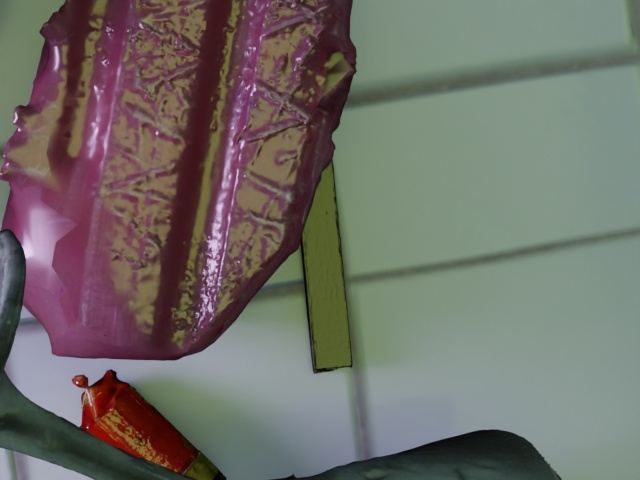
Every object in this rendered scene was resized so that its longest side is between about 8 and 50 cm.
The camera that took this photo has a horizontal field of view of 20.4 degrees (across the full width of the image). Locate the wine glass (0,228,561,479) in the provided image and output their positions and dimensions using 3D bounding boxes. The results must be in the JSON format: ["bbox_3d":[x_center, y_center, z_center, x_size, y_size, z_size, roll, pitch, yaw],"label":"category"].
[{"bbox_3d":[-0.071,0.164,1.099,0.406,0.267,0.267,30,88,-27],"label":"wine glass"}]

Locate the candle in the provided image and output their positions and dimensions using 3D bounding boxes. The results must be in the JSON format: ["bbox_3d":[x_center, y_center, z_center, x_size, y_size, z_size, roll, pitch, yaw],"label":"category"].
[{"bbox_3d":[-0.129,0.142,1.263,0.131,0.052,0.052,44,86,-4],"label":"candle"}]

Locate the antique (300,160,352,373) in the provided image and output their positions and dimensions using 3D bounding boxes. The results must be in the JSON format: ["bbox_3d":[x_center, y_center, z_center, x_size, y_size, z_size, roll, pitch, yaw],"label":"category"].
[{"bbox_3d":[0.000,0.000,1.292,0.031,0.015,0.192,-5,92,-4],"label":"antique"}]

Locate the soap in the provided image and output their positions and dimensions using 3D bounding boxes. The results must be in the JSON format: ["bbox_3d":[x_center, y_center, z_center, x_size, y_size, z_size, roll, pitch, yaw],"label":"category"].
[{"bbox_3d":[-0.098,-0.070,1.217,0.220,0.127,0.325,13,91,0],"label":"soap"}]
